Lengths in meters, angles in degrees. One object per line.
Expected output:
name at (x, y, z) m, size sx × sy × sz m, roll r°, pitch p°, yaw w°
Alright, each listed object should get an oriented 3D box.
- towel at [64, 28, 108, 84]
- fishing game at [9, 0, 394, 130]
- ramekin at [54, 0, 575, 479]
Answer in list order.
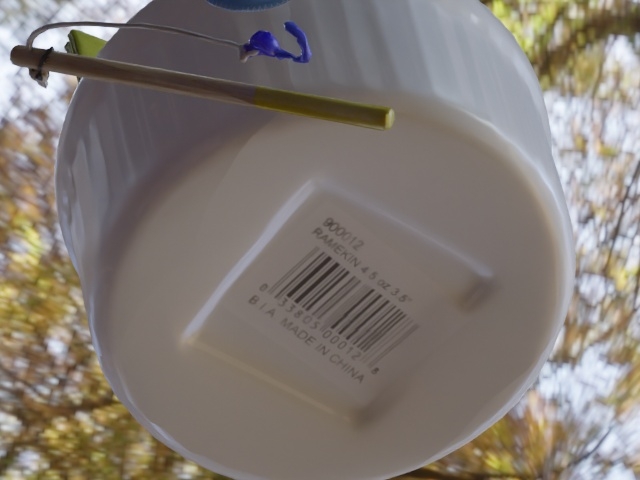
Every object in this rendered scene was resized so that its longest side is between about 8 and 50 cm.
towel at (-0.105, -0.053, 1.131) m, size 0.021 × 0.102 × 0.237 m, roll -53°, pitch -145°, yaw 25°
fishing game at (-0.041, -0.148, 0.473) m, size 0.189 × 0.264 × 0.041 m, roll 7°, pitch -139°, yaw 24°
ramekin at (0.000, 0.000, 0.919) m, size 0.277 × 0.135 × 0.277 m, roll -4°, pitch -56°, yaw -6°
